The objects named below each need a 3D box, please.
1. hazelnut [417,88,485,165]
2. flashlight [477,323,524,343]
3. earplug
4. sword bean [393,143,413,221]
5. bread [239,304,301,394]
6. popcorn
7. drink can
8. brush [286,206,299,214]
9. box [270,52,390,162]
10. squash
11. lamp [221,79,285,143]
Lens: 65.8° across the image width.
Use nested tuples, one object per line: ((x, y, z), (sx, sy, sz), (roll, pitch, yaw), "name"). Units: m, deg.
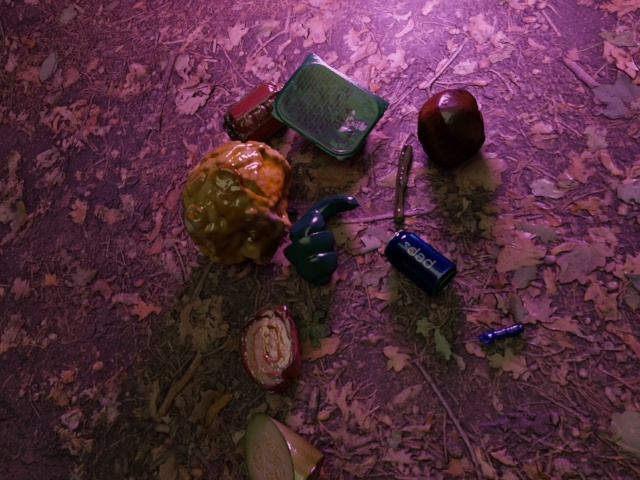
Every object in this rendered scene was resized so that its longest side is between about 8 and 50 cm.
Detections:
((0.390, -0.351, 1.527), (0.218, 0.218, 0.233), (-7, 68, 14), "hazelnut")
((0.496, 0.259, 1.353), (0.121, 0.057, 0.035), (-17, 101, 3), "flashlight")
((0.003, 0.001, 1.560), (0.258, 0.164, 0.280), (-9, 76, -25), "earplug")
((0.263, -0.185, 1.595), (0.043, 0.038, 0.269), (-7, 65, 42), "sword bean")
((-0.147, 0.335, 1.471), (0.190, 0.123, 0.244), (-17, 65, 12), "bread")
((-0.270, -0.120, 1.555), (0.354, 0.344, 0.389), (-13, 69, 44), "popcorn")
((0.289, 0.063, 1.445), (0.205, 0.118, 0.118), (40, 85, 25), "drink can")
((-0.159, -0.114, 1.706), (0.194, 0.016, 0.062), (12, 76, 21), "brush")
((0.025, -0.437, 1.689), (0.337, 0.106, 0.264), (35, 84, 5), "box")
((-0.134, 0.593, 1.333), (0.261, 0.189, 0.189), (26, 79, 19), "squash")
((-0.219, -0.452, 1.776), (0.274, 0.177, 0.177), (-36, 64, -2), "lamp")
